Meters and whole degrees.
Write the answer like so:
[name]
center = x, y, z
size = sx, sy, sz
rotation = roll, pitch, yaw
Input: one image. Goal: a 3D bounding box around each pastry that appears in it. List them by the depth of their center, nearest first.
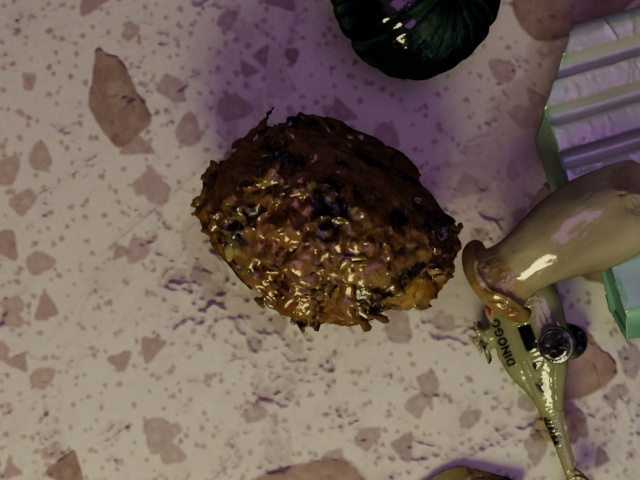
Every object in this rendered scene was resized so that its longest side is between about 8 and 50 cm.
[pastry]
center = 0.000, 0.000, 1.782
size = 0.275, 0.275, 0.193
rotation = 35, 119, 0

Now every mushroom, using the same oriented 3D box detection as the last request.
[mushroom]
center = 0.241, -0.001, 1.786
size = 0.212, 0.088, 0.097
rotation = -33, 109, -4

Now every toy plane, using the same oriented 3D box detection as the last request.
[toy plane]
center = 0.224, 0.146, 1.853
size = 0.108, 0.092, 0.286
rotation = -20, 85, 15

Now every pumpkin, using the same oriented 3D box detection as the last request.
[pumpkin]
center = 0.097, -0.258, 1.848
size = 0.194, 0.150, 0.194
rotation = -1, 95, -7

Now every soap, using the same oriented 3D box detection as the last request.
[soap]
center = 0.360, -0.157, 1.886
size = 0.289, 0.095, 0.173
rotation = -17, 87, -6

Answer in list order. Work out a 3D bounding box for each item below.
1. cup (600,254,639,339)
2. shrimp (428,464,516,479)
[cup]
center = 0.403, 0.015, 1.852
size = 0.236, 0.134, 0.148
rotation = -15, 113, -2
[shrimp]
center = 0.170, 0.315, 1.855
size = 0.195, 0.035, 0.148
rotation = 44, 80, 2
